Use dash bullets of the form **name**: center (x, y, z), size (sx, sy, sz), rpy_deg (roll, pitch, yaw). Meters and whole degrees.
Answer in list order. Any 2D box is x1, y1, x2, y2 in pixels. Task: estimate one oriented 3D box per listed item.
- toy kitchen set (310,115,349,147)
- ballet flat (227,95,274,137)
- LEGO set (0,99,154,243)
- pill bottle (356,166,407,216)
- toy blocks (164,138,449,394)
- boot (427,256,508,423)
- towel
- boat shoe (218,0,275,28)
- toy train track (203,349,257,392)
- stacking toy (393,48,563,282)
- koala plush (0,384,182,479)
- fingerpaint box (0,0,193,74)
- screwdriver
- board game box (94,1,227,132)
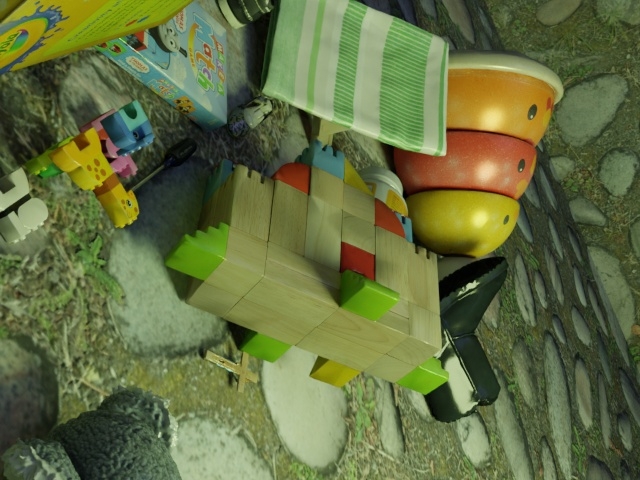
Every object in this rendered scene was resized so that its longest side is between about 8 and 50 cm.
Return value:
- **toy kitchen set**: center (0.001, -0.202, 1.377), size (0.068, 0.075, 0.083), rpy_deg (-18, 128, -38)
- **ballet flat**: center (-0.092, -0.176, 1.196), size (0.041, 0.041, 0.114), rpy_deg (62, 28, -15)
- **LEGO set**: center (-0.214, -0.059, 0.832), size (0.093, 0.087, 0.227), rpy_deg (62, 29, -16)
- **pill bottle**: center (0.070, -0.019, 1.312), size (0.117, 0.117, 0.208), rpy_deg (55, 30, -29)
- **toy blocks**: center (0.000, 0.000, 1.061), size (0.381, 0.191, 0.261), rpy_deg (24, 45, -23)
- **boot**: center (0.253, 0.168, 1.469), size (0.246, 0.094, 0.207), rpy_deg (-33, 105, -23)
- **towel**: center (0.067, -0.278, 1.361), size (0.325, 0.038, 0.248), rpy_deg (19, 61, -26)
- **boat shoe**: center (-0.090, -0.405, 1.317), size (0.084, 0.079, 0.233), rpy_deg (50, 31, -31)
- **toy train track**: center (-0.104, 0.145, 0.985), size (0.083, 0.014, 0.048), rpy_deg (36, 49, -41)
- **stacking toy**: center (0.268, -0.088, 1.617), size (0.350, 0.351, 0.480), rpy_deg (14, 77, -59)
- **koala plush**: center (-0.144, 0.227, 0.681), size (0.221, 0.203, 0.196), rpy_deg (60, 25, 6)
- **fingerpaint box**: center (-0.129, -0.330, 0.730), size (0.163, 0.445, 0.371), rpy_deg (59, 34, -8)
- **screwdriver**: center (-0.185, -0.075, 0.979), size (0.170, 0.024, 0.025), rpy_deg (-56, 151, -51)
- **board game box**: center (-0.192, -0.251, 1.057), size (0.211, 0.039, 0.160), rpy_deg (36, 42, -49)
